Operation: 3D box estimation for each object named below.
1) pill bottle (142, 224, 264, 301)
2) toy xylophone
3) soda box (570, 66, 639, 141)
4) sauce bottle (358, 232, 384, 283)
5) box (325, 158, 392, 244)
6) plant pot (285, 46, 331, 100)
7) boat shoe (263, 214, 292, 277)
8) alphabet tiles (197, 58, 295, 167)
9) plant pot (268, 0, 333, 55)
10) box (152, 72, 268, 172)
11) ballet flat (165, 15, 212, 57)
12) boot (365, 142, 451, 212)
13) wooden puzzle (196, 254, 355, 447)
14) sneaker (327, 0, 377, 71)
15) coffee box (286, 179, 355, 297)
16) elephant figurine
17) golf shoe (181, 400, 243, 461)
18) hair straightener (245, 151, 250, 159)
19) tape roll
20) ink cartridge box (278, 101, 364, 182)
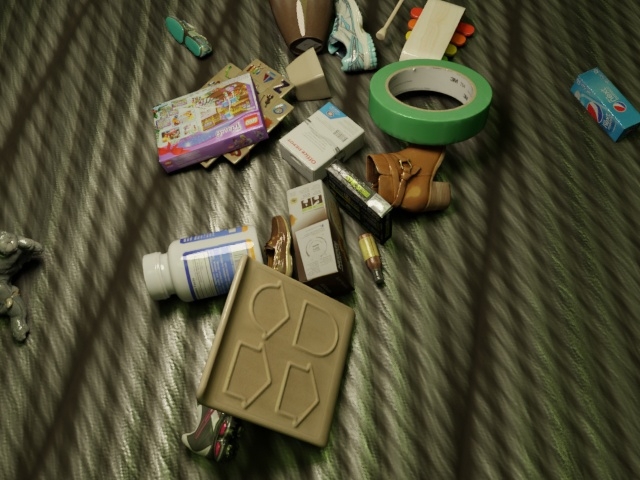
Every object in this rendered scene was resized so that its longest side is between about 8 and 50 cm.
[{"bbox_3d":[-0.273,0.061,1.437,0.272,0.152,0.152,-12,64,-5],"label":"pill bottle"},{"bbox_3d":[0.312,-0.622,1.816,0.236,0.081,0.323,30,67,14],"label":"toy xylophone"},{"bbox_3d":[0.806,-0.384,1.705,0.071,0.067,0.210,-24,66,-11],"label":"soda box"},{"bbox_3d":[0.128,0.045,1.506,0.042,0.042,0.128,-11,63,-6],"label":"sauce bottle"},{"bbox_3d":[0.098,-0.092,1.494,0.045,0.184,0.190,-44,70,-8],"label":"box"},{"bbox_3d":[-0.039,-0.464,1.730,0.096,0.109,0.109,-21,65,4],"label":"plant pot"},{"bbox_3d":[-0.109,0.016,1.500,0.060,0.064,0.178,4,64,-22],"label":"boat shoe"},{"bbox_3d":[-0.246,-0.360,1.684,0.342,0.011,0.285,-45,62,-11],"label":"alphabet tiles"},{"bbox_3d":[-0.051,-0.680,1.795,0.215,0.215,0.230,-6,78,-3],"label":"plant pot"},{"bbox_3d":[-0.302,-0.320,1.637,0.293,0.057,0.201,-18,60,4],"label":"box"},{"bbox_3d":[-0.395,-0.619,1.835,0.070,0.070,0.188,-36,71,-16],"label":"ballet flat"},{"bbox_3d":[0.211,-0.205,1.566,0.220,0.109,0.283,2,73,-23],"label":"boot"},{"bbox_3d":[-0.089,0.243,1.307,0.348,0.080,0.322,31,60,-30],"label":"wooden puzzle"},{"bbox_3d":[0.072,-0.622,1.804,0.122,0.110,0.283,-18,65,-5],"label":"sneaker"},{"bbox_3d":[0.000,0.000,1.461,0.098,0.141,0.246,-17,62,15],"label":"coffee box"},{"bbox_3d":[-0.776,0.097,1.429,0.186,0.169,0.239,8,77,36],"label":"elephant figurine"},{"bbox_3d":[-0.210,0.339,1.328,0.120,0.105,0.273,13,63,14],"label":"golf shoe"},{"bbox_3d":[-0.230,-0.331,1.688,0.089,0.047,0.230,4,69,3],"label":"hair straightener"},{"bbox_3d":[0.290,-0.376,1.612,0.321,0.077,0.321,0,43,0],"label":"tape roll"},{"bbox_3d":[0.004,-0.263,1.637,0.190,0.082,0.139,-41,70,-17],"label":"ink cartridge box"}]
